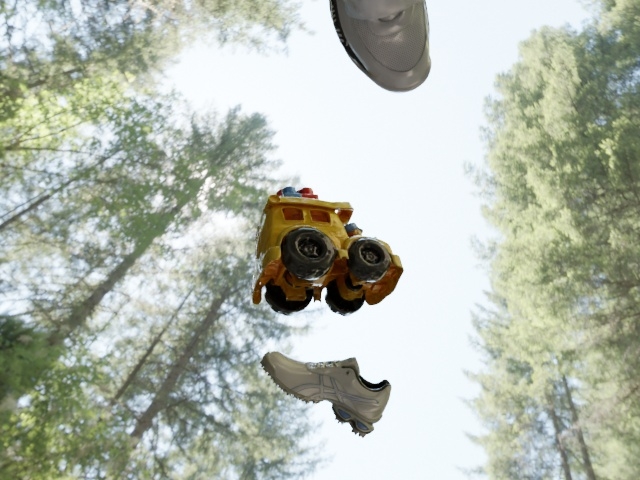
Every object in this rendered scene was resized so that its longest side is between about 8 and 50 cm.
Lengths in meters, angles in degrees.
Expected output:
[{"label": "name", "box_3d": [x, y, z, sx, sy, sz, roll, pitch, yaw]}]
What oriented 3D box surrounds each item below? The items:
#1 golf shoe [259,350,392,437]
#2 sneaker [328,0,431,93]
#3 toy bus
[{"label": "golf shoe", "box_3d": [0.011, 0.176, 0.749, 0.176, 0.069, 0.086, 29, -78, -7]}, {"label": "sneaker", "box_3d": [0.069, -0.360, 0.740, 0.137, 0.210, 0.366, -20, -71, 4]}, {"label": "toy bus", "box_3d": [0.000, 0.000, 0.915, 0.220, 0.212, 0.149, 4, -37, -17]}]
